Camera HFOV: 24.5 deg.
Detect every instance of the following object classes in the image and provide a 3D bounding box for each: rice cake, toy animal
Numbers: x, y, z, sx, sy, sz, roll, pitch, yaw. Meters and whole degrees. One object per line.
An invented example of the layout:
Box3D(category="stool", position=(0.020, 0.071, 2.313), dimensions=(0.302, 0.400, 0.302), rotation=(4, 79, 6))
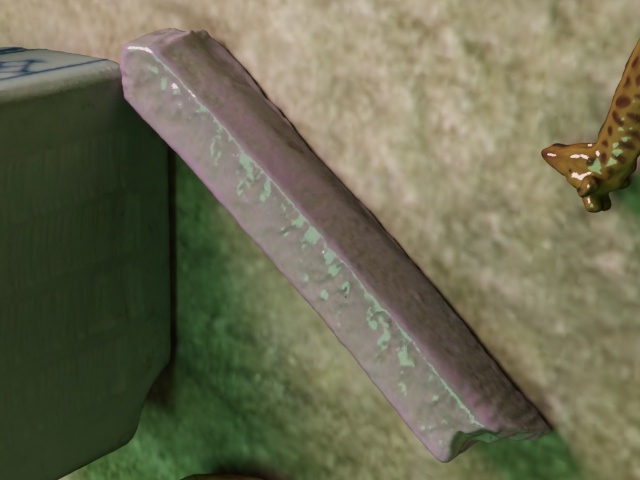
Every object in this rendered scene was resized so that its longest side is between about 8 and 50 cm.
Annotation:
Box3D(category="rice cake", position=(0.000, 0.000, 0.926), dimensions=(0.365, 0.072, 0.056), rotation=(49, 122, 15))
Box3D(category="toy animal", position=(0.182, -0.146, 0.769), dimensions=(0.149, 0.054, 0.275), rotation=(8, 106, 37))

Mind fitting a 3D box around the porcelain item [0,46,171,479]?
Box3D(category="porcelain item", position=(-0.231, 0.021, 0.964), dimensions=(0.157, 0.286, 0.281), rotation=(8, 107, 29))

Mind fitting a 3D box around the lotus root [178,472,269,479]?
Box3D(category="lotus root", position=(-0.055, 0.192, 1.011), dimensions=(0.152, 0.063, 0.072), rotation=(6, 142, 32))
